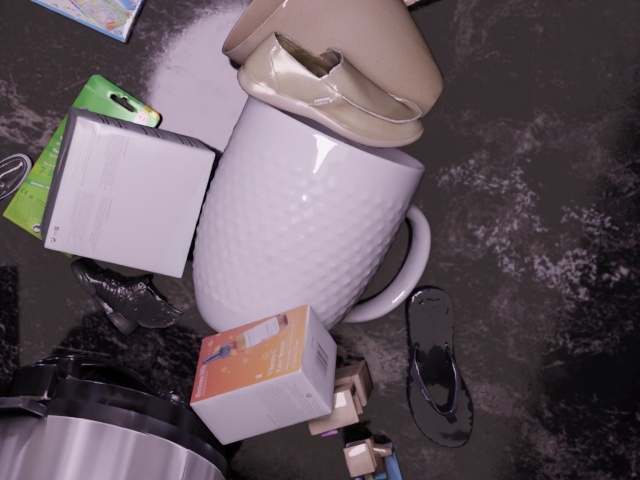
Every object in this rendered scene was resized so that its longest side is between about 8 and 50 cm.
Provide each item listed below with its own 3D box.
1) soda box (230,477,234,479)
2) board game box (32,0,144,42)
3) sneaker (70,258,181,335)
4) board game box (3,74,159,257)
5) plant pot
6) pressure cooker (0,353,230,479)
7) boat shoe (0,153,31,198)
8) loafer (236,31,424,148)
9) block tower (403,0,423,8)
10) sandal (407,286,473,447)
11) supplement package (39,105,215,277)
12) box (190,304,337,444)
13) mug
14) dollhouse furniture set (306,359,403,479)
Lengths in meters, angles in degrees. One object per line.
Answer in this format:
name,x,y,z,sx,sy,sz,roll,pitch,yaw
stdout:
soda box,-0.188,0.451,1.953,0.058,0.063,0.183,32,92,-4
board game box,-0.346,-0.378,1.912,0.154,0.026,0.103,24,93,-3
sneaker,-0.298,0.078,1.934,0.089,0.051,0.170,-37,99,1
board game box,-0.361,-0.114,1.926,0.124,0.039,0.259,33,95,-4
plant pot,0.041,-0.279,1.841,0.274,0.256,0.256,41,92,-17
pressure cooker,-0.310,0.375,1.729,0.375,0.370,0.421,14,61,-6
boat shoe,-0.500,-0.080,1.921,0.142,0.040,0.049,-39,94,1
loafer,0.024,-0.203,1.699,0.268,0.102,0.092,17,121,-13
block tower,0.260,-0.452,1.892,0.335,0.091,0.097,-22,95,-1
sandal,0.177,0.202,1.951,0.097,0.054,0.255,-11,94,-1
supplement package,-0.286,-0.073,1.844,0.203,0.149,0.194,14,99,-18
box,-0.075,0.181,1.706,0.170,0.130,0.091,-19,126,19
mug,0.000,0.000,1.848,0.374,0.276,0.328,17,103,-32
dollhouse furniture set,0.006,0.361,1.850,0.198,0.286,0.303,-17,91,8
